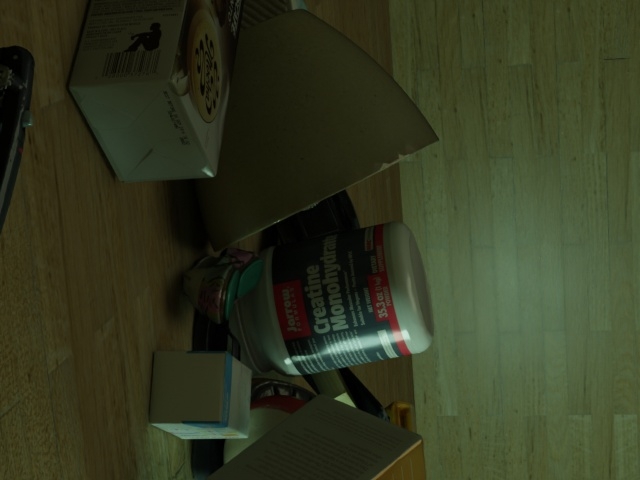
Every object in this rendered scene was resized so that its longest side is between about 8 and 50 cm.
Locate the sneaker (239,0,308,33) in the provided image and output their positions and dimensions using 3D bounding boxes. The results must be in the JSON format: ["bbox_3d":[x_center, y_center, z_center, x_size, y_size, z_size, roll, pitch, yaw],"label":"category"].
[{"bbox_3d":[-0.048,-0.223,1.999,0.150,0.135,0.366,6,82,-68],"label":"sneaker"}]

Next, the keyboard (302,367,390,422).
[{"bbox_3d":[0.039,0.274,2.187,0.317,0.033,0.201,45,-35,51],"label":"keyboard"}]

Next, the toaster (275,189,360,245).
[{"bbox_3d":[0.000,0.000,2.151,0.146,0.129,0.227,80,-10,-48],"label":"toaster"}]

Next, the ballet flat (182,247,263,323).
[{"bbox_3d":[-0.134,0.054,1.709,0.221,0.079,0.077,-53,156,-74],"label":"ballet flat"}]

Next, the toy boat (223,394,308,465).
[{"bbox_3d":[-0.039,0.289,1.755,0.151,0.151,0.231,-57,159,-44],"label":"toy boat"}]

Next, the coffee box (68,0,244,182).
[{"bbox_3d":[-0.172,-0.233,1.464,0.168,0.119,0.297,70,21,-53],"label":"coffee box"}]

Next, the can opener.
[{"bbox_3d":[-0.272,-0.079,1.105,0.073,0.059,0.186,62,28,-66],"label":"can opener"}]

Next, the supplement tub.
[{"bbox_3d":[0.012,0.088,1.872,0.191,0.272,0.191,-12,90,-79],"label":"supplement tub"}]

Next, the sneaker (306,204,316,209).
[{"bbox_3d":[-0.057,-0.159,2.097,0.293,0.102,0.146,-82,159,-55],"label":"sneaker"}]

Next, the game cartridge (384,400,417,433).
[{"bbox_3d":[0.073,0.457,2.235,0.324,0.053,0.285,-42,-135,51],"label":"game cartridge"}]

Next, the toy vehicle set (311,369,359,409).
[{"bbox_3d":[-0.017,0.158,2.060,0.267,0.035,0.166,62,0,26],"label":"toy vehicle set"}]

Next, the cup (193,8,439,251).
[{"bbox_3d":[-0.043,-0.162,1.728,0.237,0.331,0.331,64,13,-1],"label":"cup"}]

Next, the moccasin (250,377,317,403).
[{"bbox_3d":[-0.046,0.291,1.965,0.380,0.147,0.139,36,68,-59],"label":"moccasin"}]

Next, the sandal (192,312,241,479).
[{"bbox_3d":[-0.131,0.199,1.754,0.097,0.054,0.254,37,52,-75],"label":"sandal"}]

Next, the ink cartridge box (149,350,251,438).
[{"bbox_3d":[-0.142,0.193,1.613,0.143,0.092,0.090,54,37,-69],"label":"ink cartridge box"}]

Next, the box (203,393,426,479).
[{"bbox_3d":[-0.042,0.368,1.500,0.345,0.168,0.215,-33,127,-37],"label":"box"}]
